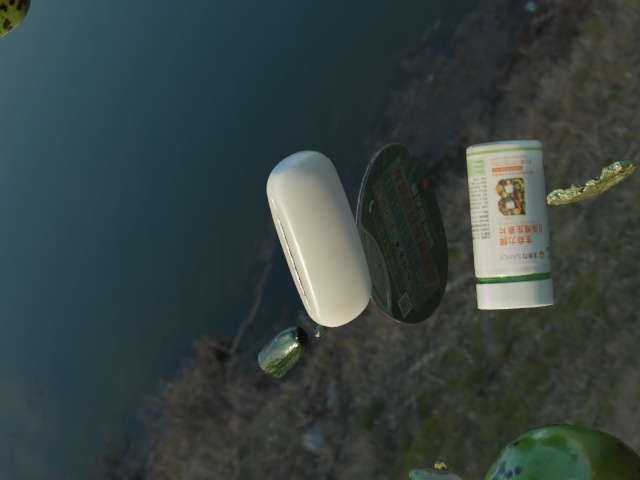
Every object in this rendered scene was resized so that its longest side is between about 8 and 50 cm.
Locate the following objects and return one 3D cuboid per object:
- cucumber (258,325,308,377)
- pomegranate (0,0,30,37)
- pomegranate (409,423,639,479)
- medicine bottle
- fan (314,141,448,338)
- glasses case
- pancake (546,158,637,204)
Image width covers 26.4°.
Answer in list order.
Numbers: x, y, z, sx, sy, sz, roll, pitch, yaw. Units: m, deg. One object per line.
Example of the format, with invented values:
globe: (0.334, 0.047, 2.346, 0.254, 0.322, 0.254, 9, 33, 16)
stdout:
cucumber: (-0.044, 0.141, 1.792, 0.105, 0.048, 0.048, 132, 149, -53)
pomegranate: (-0.359, -0.253, 1.411, 0.161, 0.122, 0.122, 120, 165, -71)
pomegranate: (0.253, 0.321, 1.526, 0.286, 0.231, 0.231, -16, 55, 48)
medicine bottle: (0.211, -0.018, 1.516, 0.086, 0.086, 0.183, -6, 89, 57)
fan: (0.090, 0.034, 1.639, 0.012, 0.223, 0.294, -2, 58, 35)
glasses case: (0.000, 0.000, 1.408, 0.076, 0.197, 0.049, -31, 29, -23)
pancake: (0.368, -0.075, 1.841, 0.129, 0.116, 0.023, -23, 79, 12)
